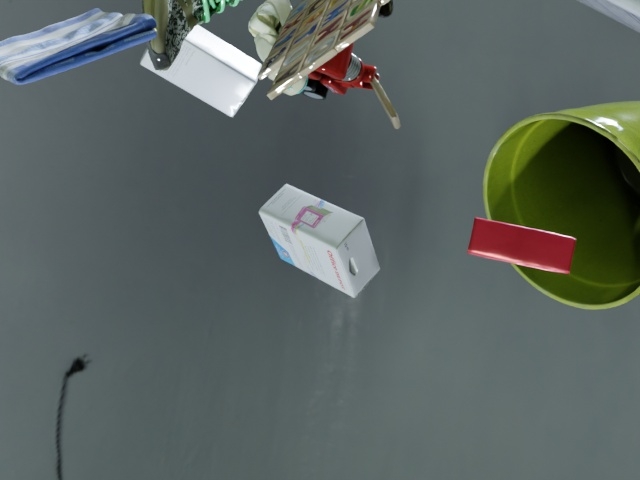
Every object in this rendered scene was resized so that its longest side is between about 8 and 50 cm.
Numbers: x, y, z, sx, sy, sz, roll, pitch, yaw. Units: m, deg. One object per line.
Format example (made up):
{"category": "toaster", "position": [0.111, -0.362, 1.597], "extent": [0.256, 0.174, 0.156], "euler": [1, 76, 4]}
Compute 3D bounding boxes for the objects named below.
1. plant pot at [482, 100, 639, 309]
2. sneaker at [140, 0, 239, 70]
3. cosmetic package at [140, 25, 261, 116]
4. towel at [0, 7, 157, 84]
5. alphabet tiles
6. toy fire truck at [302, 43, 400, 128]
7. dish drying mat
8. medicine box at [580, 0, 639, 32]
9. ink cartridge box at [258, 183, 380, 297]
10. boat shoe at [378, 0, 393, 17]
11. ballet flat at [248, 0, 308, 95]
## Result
{"category": "plant pot", "position": [0.562, -0.110, 1.432], "extent": [0.352, 0.366, 0.367], "euler": [-26, 119, -33]}
{"category": "sneaker", "position": [-0.181, -0.453, 1.291], "extent": [0.158, 0.181, 0.411], "euler": [88, 16, -61]}
{"category": "cosmetic package", "position": [-0.256, -0.381, 1.638], "extent": [0.231, 0.117, 0.086], "euler": [29, 41, -20]}
{"category": "towel", "position": [-0.365, -0.282, 1.081], "extent": [0.209, 0.285, 0.034], "euler": [-28, 119, -20]}
{"category": "alphabet tiles", "position": [0.019, -0.224, 0.723], "extent": [0.009, 0.198, 0.237], "euler": [46, 35, -24]}
{"category": "toy fire truck", "position": [0.052, -0.335, 1.542], "extent": [0.217, 0.246, 0.159], "euler": [18, 87, -67]}
{"category": "dish drying mat", "position": [0.165, 0.004, 0.625], "extent": [0.008, 0.083, 0.032], "euler": [37, 66, -75]}
{"category": "medicine box", "position": [0.249, -0.288, 0.515], "extent": [0.149, 0.289, 0.264], "euler": [9, 120, -43]}
{"category": "ink cartridge box", "position": [0.000, 0.000, 0.857], "extent": [0.052, 0.122, 0.089], "euler": [-45, 140, -21]}
{"category": "boat shoe", "position": [0.049, -0.305, 0.861], "extent": [0.056, 0.049, 0.152], "euler": [-47, 154, 10]}
{"category": "ballet flat", "position": [-0.082, -0.355, 1.313], "extent": [0.086, 0.086, 0.249], "euler": [43, 23, -50]}
